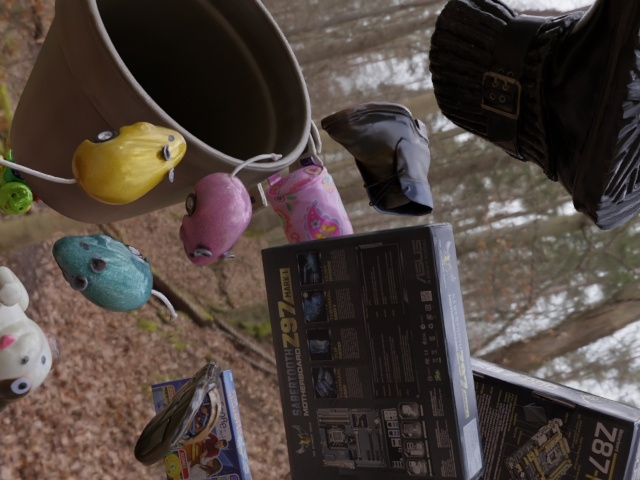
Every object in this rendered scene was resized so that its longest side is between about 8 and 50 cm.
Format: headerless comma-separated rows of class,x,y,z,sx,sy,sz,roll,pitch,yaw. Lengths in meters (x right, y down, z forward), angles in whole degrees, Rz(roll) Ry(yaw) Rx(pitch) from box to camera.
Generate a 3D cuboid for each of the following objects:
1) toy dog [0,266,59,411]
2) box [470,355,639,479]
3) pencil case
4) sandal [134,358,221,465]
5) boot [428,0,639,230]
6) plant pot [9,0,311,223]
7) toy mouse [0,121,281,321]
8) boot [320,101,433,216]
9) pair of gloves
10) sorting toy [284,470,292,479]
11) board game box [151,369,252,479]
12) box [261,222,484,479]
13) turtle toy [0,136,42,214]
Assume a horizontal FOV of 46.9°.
toy dog,-0.827,0.218,1.753,0.408,0.284,0.395,40,-49,5
box,0.220,0.366,0.965,0.318,0.097,0.395,13,-85,38
pencil case,0.000,0.000,1.335,0.284,0.124,0.124,66,-4,-23
sandal,-0.158,0.214,0.907,0.060,0.090,0.219,49,9,-4
boot,0.229,-0.201,0.701,0.260,0.131,0.348,50,-31,37
plant pot,-0.220,-0.165,0.893,0.323,0.280,0.323,33,42,-36
toy mouse,-0.091,0.001,0.427,0.031,0.161,0.143,44,-37,45
boot,0.077,-0.086,0.823,0.219,0.082,0.106,2,73,-60
pair of gloves,-0.108,-0.177,1.406,0.042,0.240,0.204,-20,80,-58
sorting toy,0.003,0.403,1.223,0.196,0.047,0.348,-41,137,-58
board game box,-0.195,0.324,1.214,0.035,0.136,0.201,10,69,-74
box,0.045,0.109,0.693,0.059,0.183,0.233,-6,87,-60
turtle toy,-0.411,-0.084,1.026,0.130,0.066,0.095,-71,152,-46
